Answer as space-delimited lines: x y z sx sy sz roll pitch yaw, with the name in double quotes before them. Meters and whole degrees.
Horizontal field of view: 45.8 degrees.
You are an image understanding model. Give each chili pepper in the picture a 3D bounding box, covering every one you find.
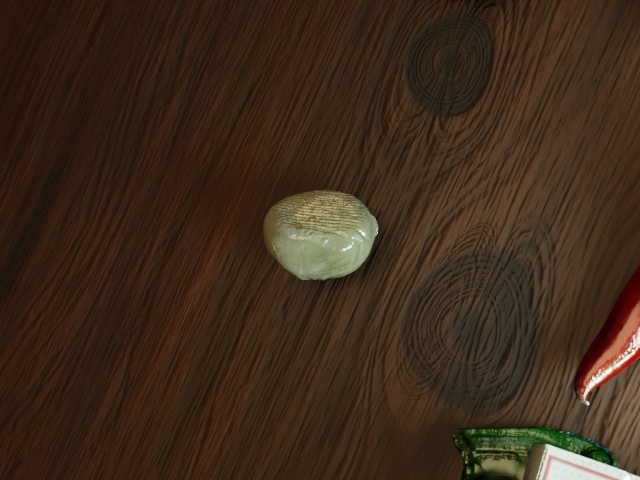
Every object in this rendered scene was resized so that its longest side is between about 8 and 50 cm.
"chili pepper" 0.280 0.297 1.012 0.224 0.061 0.098 -1 66 32
"chili pepper" 0.445 0.050 0.935 0.092 0.137 0.368 31 119 12

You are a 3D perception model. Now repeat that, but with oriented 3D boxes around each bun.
"bun" 0.000 0.000 1.201 0.173 0.167 0.113 28 135 37

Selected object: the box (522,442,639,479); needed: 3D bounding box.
"box" 0.375 0.383 0.849 0.331 0.095 0.210 18 79 10
